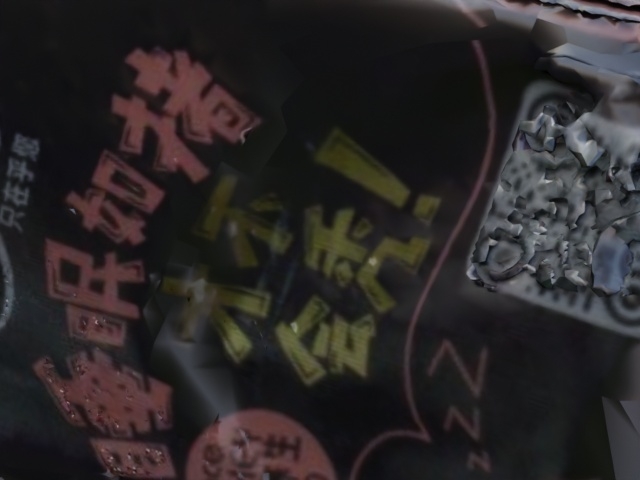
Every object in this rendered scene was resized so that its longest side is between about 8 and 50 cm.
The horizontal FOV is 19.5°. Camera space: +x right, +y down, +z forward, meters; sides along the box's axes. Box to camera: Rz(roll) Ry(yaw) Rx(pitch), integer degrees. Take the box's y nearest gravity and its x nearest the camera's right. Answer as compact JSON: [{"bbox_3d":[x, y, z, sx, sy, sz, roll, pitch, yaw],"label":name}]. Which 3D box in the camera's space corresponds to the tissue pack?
[{"bbox_3d":[0.000,0.000,0.673,0.123,0.332,0.245,-15,121,-65],"label":"tissue pack"}]
